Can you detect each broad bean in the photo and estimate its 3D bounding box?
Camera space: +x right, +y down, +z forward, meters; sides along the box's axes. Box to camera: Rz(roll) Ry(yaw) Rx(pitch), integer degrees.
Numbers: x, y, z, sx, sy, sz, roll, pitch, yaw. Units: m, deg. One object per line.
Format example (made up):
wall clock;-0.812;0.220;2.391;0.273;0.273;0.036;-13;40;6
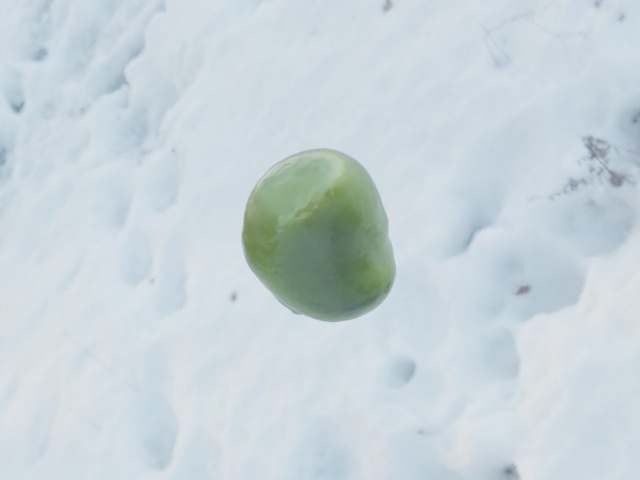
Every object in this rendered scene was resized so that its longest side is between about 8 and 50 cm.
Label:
broad bean;0.000;0.000;0.833;0.124;0.174;0.082;-28;39;4
